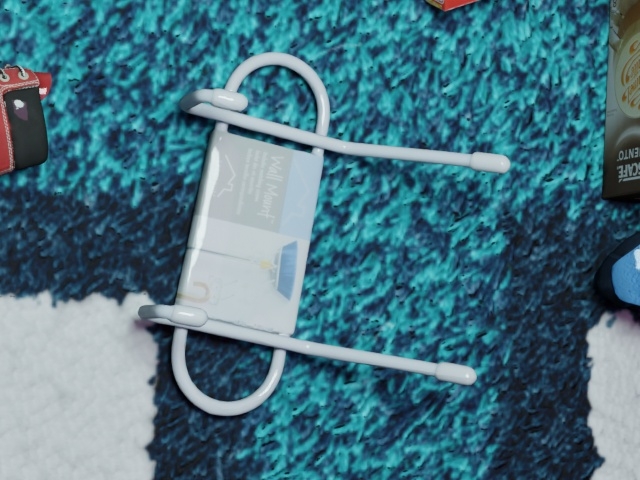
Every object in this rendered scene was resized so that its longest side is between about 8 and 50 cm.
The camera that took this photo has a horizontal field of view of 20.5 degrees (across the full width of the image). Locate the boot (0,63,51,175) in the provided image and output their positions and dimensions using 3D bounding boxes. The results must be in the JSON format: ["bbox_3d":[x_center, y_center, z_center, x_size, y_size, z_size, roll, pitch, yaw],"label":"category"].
[{"bbox_3d":[-0.336,-0.158,1.539,0.176,0.088,0.244,-27,104,-21],"label":"boot"}]

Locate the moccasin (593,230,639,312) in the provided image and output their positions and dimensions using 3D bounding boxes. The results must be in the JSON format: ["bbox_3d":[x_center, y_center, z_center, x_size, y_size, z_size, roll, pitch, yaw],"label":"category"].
[{"bbox_3d":[0.439,0.006,1.817,0.342,0.117,0.137,-2,87,-18],"label":"moccasin"}]

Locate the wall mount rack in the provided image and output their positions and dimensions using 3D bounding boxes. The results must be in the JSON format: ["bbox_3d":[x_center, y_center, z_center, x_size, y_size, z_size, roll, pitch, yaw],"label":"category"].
[{"bbox_3d":[0.000,0.000,1.634,0.304,0.130,0.350,13,83,-20],"label":"wall mount rack"}]

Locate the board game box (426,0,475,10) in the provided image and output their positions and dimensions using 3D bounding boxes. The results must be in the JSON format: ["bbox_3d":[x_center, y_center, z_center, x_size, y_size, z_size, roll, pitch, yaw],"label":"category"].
[{"bbox_3d":[0.164,-0.337,1.724,0.147,0.045,0.193,-21,122,-21],"label":"board game box"}]

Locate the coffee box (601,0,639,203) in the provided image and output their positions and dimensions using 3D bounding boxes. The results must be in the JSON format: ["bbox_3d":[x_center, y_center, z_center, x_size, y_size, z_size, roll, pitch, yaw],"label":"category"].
[{"bbox_3d":[0.365,-0.164,1.783,0.098,0.141,0.246,5,84,-22],"label":"coffee box"}]
